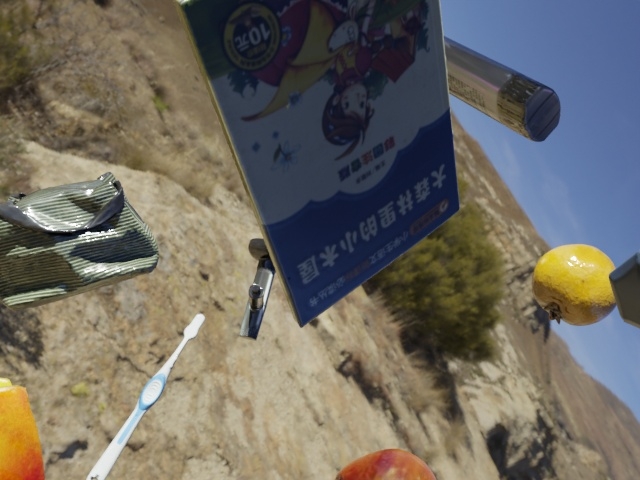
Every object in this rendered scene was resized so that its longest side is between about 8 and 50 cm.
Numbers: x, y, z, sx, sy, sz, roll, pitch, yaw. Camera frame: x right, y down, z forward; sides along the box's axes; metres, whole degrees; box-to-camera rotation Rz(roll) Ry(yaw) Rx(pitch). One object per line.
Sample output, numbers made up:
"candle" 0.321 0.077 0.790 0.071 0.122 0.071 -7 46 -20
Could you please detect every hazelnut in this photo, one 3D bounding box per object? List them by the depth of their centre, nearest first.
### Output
"hazelnut" 0.162 0.733 1.612 0.315 0.372 0.372 44 8 9

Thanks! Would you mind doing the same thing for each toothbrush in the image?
"toothbrush" -0.337 0.308 1.204 0.040 0.040 0.386 52 56 -37

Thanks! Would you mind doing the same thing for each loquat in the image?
"loquat" 0.635 0.112 1.527 0.208 0.208 0.208 57 11 -17

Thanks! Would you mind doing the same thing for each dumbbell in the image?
"dumbbell" 0.634 0.042 1.044 0.156 0.316 0.144 30 -48 41

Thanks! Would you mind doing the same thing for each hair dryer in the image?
"hair dryer" -0.160 0.130 1.891 0.155 0.284 0.321 19 63 -16

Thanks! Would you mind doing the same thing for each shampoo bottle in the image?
"shampoo bottle" 0.184 -0.198 0.744 0.086 0.056 0.227 32 10 -49

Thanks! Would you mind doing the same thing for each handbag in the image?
"handbag" -0.539 -0.005 1.327 0.247 0.340 0.240 -150 -133 -71

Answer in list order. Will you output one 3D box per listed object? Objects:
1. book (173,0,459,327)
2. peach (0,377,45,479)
"book" 0.029 -0.095 0.529 0.018 0.228 0.323 36 -27 45
"peach" -0.628 0.426 0.990 0.306 0.242 0.381 3 91 -36
